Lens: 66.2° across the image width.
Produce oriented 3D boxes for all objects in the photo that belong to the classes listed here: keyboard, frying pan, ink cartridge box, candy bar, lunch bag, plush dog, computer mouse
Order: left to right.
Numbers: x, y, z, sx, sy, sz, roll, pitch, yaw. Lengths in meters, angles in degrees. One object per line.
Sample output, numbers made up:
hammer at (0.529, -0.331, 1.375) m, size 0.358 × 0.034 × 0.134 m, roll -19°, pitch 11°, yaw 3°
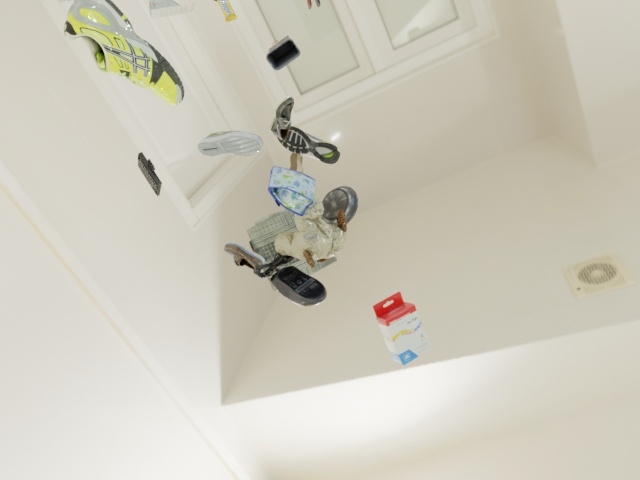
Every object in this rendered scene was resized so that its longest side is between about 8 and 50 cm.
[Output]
keyboard at (-0.668, -0.266, 1.912) m, size 0.023 × 0.180 × 0.108 m, roll -20°, pitch 153°, yaw -38°
ink cartridge box at (-0.623, -0.979, 2.050) m, size 0.179 × 0.045 × 0.145 m, roll -19°, pitch -164°, yaw -14°
candy bar at (-0.312, -0.761, 1.542) m, size 0.040 × 0.161 × 0.018 m, roll -15°, pitch -121°, yaw 9°
lunch bag at (-0.100, -0.168, 1.595) m, size 0.096 × 0.151 × 0.129 m, roll -49°, pitch -156°, yaw 32°
computer mouse at (-0.092, 0.155, 1.755) m, size 0.272 × 0.072 × 0.188 m, roll 35°, pitch -137°, yaw 28°
plush dog at (0.000, 0.000, 1.739) m, size 0.225 × 0.211 × 0.262 m, roll -3°, pitch 139°, yaw -44°
frying pan at (0.021, -0.130, 2.143) m, size 0.326 × 0.053 × 0.197 m, roll -19°, pitch -119°, yaw 31°
ink cartridge box at (0.297, 0.319, 1.798) m, size 0.134 × 0.231 × 0.078 m, roll -26°, pitch -170°, yaw -19°

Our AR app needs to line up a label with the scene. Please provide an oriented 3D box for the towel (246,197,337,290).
towel at (-0.120, 0.018, 2.063) m, size 0.324 × 0.312 × 0.056 m, roll -25°, pitch -159°, yaw -10°

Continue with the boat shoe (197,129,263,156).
boat shoe at (-0.361, -0.406, 1.979) m, size 0.302 × 0.109 × 0.094 m, roll 3°, pitch -128°, yaw 24°

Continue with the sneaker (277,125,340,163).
sneaker at (-0.061, -0.430, 2.206) m, size 0.111 × 0.299 × 0.121 m, roll -64°, pitch -166°, yaw 11°

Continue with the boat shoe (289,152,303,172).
boat shoe at (-0.102, -0.323, 2.193) m, size 0.063 × 0.059 × 0.170 m, roll -23°, pitch -128°, yaw 41°

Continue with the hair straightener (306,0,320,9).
hair straightener at (-0.034, -1.105, 2.079) m, size 0.089 × 0.231 × 0.047 m, roll -15°, pitch -176°, yaw -12°

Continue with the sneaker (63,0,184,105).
sneaker at (-0.558, -0.515, 1.407) m, size 0.145 × 0.384 × 0.147 m, roll 14°, pitch -111°, yaw 44°

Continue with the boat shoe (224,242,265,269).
boat shoe at (-0.314, 0.066, 1.953) m, size 0.183 × 0.066 × 0.066 m, roll 20°, pitch -126°, yaw 18°

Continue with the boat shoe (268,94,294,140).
boat shoe at (-0.134, -0.470, 1.883) m, size 0.084 × 0.079 × 0.233 m, roll -35°, pitch 172°, yaw -26°

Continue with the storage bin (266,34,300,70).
storage bin at (-0.164, -0.797, 2.053) m, size 0.135 × 0.098 × 0.091 m, roll -31°, pitch -139°, yaw 16°
